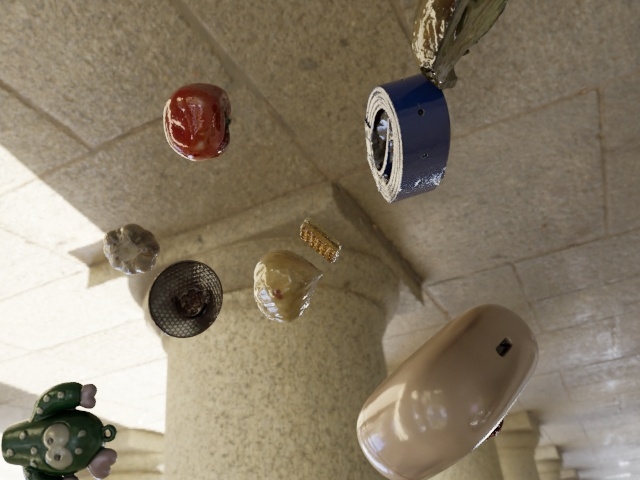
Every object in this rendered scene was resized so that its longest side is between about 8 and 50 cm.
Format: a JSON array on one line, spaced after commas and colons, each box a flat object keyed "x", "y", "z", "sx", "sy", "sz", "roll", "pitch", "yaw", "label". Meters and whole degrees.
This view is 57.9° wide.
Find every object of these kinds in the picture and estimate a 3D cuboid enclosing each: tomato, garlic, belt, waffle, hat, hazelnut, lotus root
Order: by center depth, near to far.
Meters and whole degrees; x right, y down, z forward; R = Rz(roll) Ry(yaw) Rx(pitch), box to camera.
[{"x": 0.246, "y": -0.447, "z": 1.034, "sx": 0.314, "sy": 0.142, "sz": 0.210, "roll": -57, "pitch": 154, "yaw": 4, "label": "lotus root"}, {"x": 0.182, "y": -0.219, "z": 1.272, "sx": 0.117, "sy": 0.212, "sz": 0.347, "roll": -19, "pitch": 158, "yaw": -6, "label": "belt"}, {"x": -0.280, "y": -0.272, "z": 1.337, "sx": 0.151, "sy": 0.187, "sz": 0.187, "roll": -8, "pitch": 150, "yaw": 3, "label": "tomato"}, {"x": -0.322, "y": 0.148, "z": 1.438, "sx": 0.193, "sy": 0.193, "sz": 0.082, "roll": -11, "pitch": 166, "yaw": 8, "label": "hat"}, {"x": -0.533, "y": 0.025, "z": 1.650, "sx": 0.159, "sy": 0.147, "sz": 0.102, "roll": 9, "pitch": -174, "yaw": 2, "label": "garlic"}, {"x": 0.000, "y": 0.000, "z": 1.831, "sx": 0.042, "sy": 0.148, "sz": 0.102, "roll": -45, "pitch": 166, "yaw": -22, "label": "waffle"}, {"x": -0.108, "y": 0.142, "z": 1.965, "sx": 0.241, "sy": 0.261, "sz": 0.261, "roll": -4, "pitch": 150, "yaw": 5, "label": "hazelnut"}]

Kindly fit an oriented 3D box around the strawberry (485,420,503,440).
[{"x": 0.253, "y": 0.297, "z": 1.008, "sx": 0.111, "sy": 0.190, "sz": 0.236, "roll": 15, "pitch": 133, "yaw": -9, "label": "strawberry"}]

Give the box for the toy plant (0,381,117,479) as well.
[{"x": -0.562, "y": 0.439, "z": 1.263, "sx": 0.243, "sy": 0.232, "sz": 0.112, "roll": -32, "pitch": 176, "yaw": -1, "label": "toy plant"}]

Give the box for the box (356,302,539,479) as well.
[{"x": 0.117, "y": 0.132, "z": 0.519, "sx": 0.200, "sy": 0.088, "sz": 0.146, "roll": -24, "pitch": 157, "yaw": -48, "label": "box"}]
